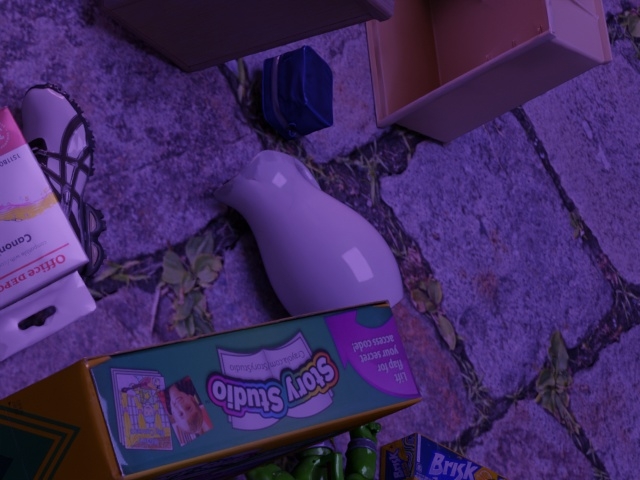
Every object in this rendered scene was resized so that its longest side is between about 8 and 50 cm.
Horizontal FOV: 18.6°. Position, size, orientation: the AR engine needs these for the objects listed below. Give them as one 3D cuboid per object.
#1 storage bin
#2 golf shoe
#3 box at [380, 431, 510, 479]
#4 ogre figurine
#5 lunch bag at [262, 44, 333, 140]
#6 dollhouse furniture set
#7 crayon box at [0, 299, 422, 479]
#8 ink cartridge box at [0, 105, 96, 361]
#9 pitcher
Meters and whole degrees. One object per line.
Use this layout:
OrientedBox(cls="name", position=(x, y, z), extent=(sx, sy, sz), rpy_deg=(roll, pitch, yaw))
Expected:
OrientedBox(cls="storage bin", position=(0.189, -0.282, 2.300), extent=(0.123, 0.262, 0.260), rpy_deg=(18, 56, -42))
OrientedBox(cls="golf shoe", position=(-0.260, -0.059, 1.826), extent=(0.094, 0.077, 0.198), rpy_deg=(4, 65, -46))
OrientedBox(cls="box", position=(0.141, 0.266, 2.095), extent=(0.169, 0.054, 0.059), rpy_deg=(30, 49, -34))
OrientedBox(cls="ogre figurine", position=(-0.016, 0.218, 1.921), extent=(0.197, 0.097, 0.118), rpy_deg=(31, 36, -48))
OrientedBox(cls="lunch bag", position=(-0.029, -0.157, 2.147), extent=(0.067, 0.065, 0.098), rpy_deg=(42, 39, -46))
OrientedBox(cls="dollhouse furniture set", position=(-0.069, -0.408, 2.039), extent=(0.362, 0.256, 0.394), rpy_deg=(34, 52, -49))
OrientedBox(cls="crayon box", position=(-0.149, 0.162, 1.631), extent=(0.363, 0.313, 0.106), rpy_deg=(-9, 76, -50))
OrientedBox(cls="ink cartridge box", position=(-0.285, -0.004, 1.736), extent=(0.115, 0.067, 0.198), rpy_deg=(-29, 91, -18))
OrientedBox(cls="pitcher", position=(0.000, 0.000, 2.057), extent=(0.207, 0.125, 0.178), rpy_deg=(51, 23, 4))
